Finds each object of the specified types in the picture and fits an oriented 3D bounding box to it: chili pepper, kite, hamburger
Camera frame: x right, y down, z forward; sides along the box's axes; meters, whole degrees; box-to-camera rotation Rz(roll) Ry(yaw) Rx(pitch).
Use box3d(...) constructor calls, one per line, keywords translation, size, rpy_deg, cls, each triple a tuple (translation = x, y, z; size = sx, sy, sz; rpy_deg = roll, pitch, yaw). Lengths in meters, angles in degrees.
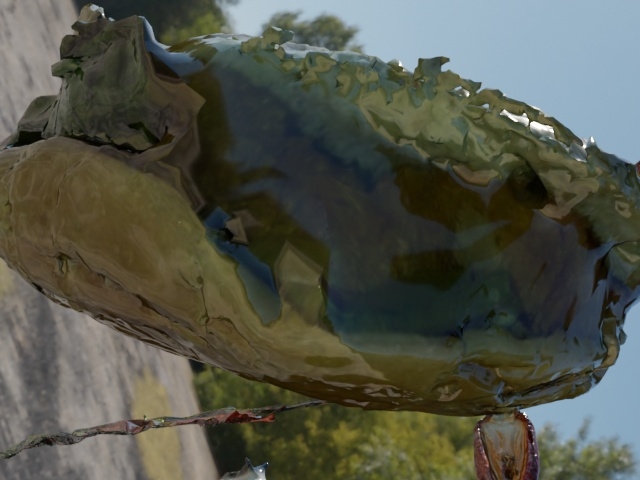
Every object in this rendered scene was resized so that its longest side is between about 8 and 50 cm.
box3d(translation=(0.127, 0.171, 0.678), size=(0.178, 0.045, 0.027), rpy_deg=(-81, 158, -59), cls="chili pepper")
box3d(translation=(-0.065, 0.091, 0.521), size=(0.189, 0.232, 0.009), rpy_deg=(-19, -103, 57), cls="kite")
box3d(translation=(-0.001, 0.000, 0.439), size=(0.284, 0.134, 0.265), rpy_deg=(19, -4, 41), cls="hamburger")

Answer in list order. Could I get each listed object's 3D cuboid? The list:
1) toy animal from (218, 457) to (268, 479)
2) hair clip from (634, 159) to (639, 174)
box3d(translation=(-0.070, 0.336, 0.769), size=(0.250, 0.310, 0.251), rpy_deg=(31, 0, 0), cls="toy animal")
box3d(translation=(0.206, -0.052, 0.554), size=(0.137, 0.054, 0.022), rpy_deg=(-53, -150, 38), cls="hair clip")
